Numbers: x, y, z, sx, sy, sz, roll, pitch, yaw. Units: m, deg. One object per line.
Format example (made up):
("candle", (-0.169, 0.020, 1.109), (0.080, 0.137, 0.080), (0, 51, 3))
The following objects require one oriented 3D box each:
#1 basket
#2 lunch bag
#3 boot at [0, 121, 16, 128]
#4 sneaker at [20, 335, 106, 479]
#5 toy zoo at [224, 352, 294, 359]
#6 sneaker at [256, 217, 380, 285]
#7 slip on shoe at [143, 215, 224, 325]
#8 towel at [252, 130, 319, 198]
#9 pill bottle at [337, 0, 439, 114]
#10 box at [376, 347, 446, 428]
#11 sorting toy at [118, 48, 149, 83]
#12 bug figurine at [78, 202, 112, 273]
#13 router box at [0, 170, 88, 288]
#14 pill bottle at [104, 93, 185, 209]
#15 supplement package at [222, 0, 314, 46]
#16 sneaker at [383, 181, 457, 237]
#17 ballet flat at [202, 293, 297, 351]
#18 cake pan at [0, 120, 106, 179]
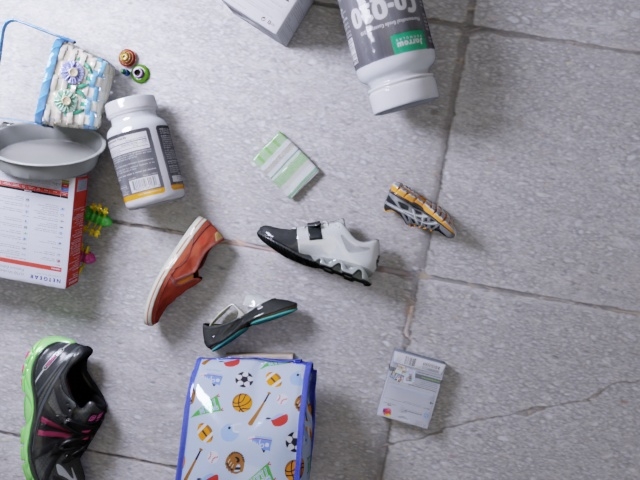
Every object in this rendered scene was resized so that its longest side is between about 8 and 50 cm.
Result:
("basket", (-0.696, -0.416, 1.785), (0.289, 0.201, 0.255), (13, 97, -6))
("lunch bag", (-0.180, 0.495, 1.778), (0.328, 0.239, 0.385), (0, 73, 6))
("boot", (-0.928, -0.231, 1.886), (0.246, 0.083, 0.161), (-13, 90, -7))
("sneaker", (-0.691, 0.505, 1.883), (0.202, 0.185, 0.483), (-2, 96, 9))
("toy zoo", (-0.165, 0.457, 1.911), (0.192, 0.030, 0.293), (0, 95, 5))
("sneaker", (0.000, 0.000, 1.824), (0.330, 0.122, 0.146), (19, 79, 4))
("slip on shoe", (-0.373, 0.095, 1.855), (0.101, 0.123, 0.331), (33, 92, -3))
("towel", (-0.092, -0.202, 1.850), (0.113, 0.023, 0.152), (-45, 88, 5))
("pill bottle", (0.168, -0.507, 1.706), (0.204, 0.204, 0.361), (-15, 94, 6))
("box", (0.246, 0.401, 1.869), (0.145, 0.038, 0.186), (14, 95, 4))
("sorting toy", (-0.508, -0.465, 1.846), (0.061, 0.042, 0.102), (-39, 92, 7))
("bug figurine", (-0.692, -0.037, 1.884), (0.216, 0.072, 0.279), (26, 98, 0))
("router box", (-0.798, -0.052, 1.805), (0.335, 0.082, 0.301), (11, 102, 2))
("pill bottle", (-0.464, -0.230, 1.806), (0.162, 0.162, 0.278), (-14, 93, 6))
("supplement package", (-0.091, -0.669, 1.724), (0.175, 0.177, 0.293), (33, 97, 1))
("sneaker", (0.263, -0.066, 1.809), (0.215, 0.084, 0.083), (35, 110, 4))
("ballet flat", (-0.201, 0.203, 1.862), (0.280, 0.095, 0.096), (-27, 81, 7))
("cake pan", (-0.705, -0.232, 1.778), (0.293, 0.293, 0.054), (10, 119, 4))
